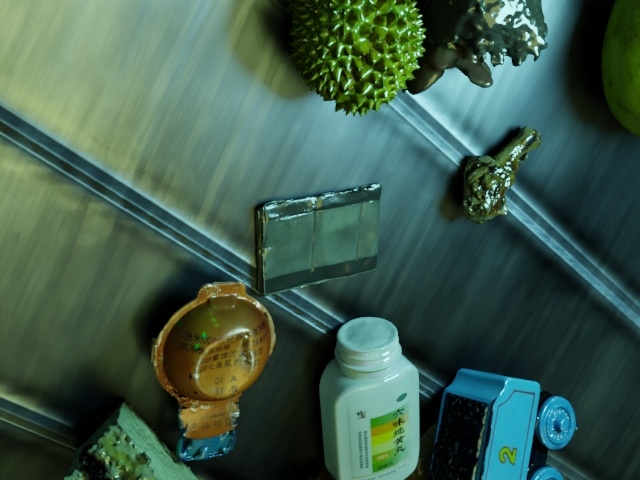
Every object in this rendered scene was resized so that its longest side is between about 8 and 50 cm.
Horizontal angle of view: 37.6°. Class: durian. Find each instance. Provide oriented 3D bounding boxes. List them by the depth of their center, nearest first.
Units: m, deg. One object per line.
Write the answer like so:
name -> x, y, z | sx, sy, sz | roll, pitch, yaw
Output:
durian -> 0.054, -0.296, 1.380 | 0.200, 0.177, 0.237 | -17, 136, 11

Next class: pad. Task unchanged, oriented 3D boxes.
pad -> 0.000, 0.000, 1.588 | 0.233, 0.022, 0.174 | -11, 118, -25

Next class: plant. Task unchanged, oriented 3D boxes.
plant -> 0.245, -0.342, 1.455 | 0.204, 0.178, 0.234 | -10, 113, -26

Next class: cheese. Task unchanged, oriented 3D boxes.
cheese -> -0.175, 0.216, 1.531 | 0.216, 0.129, 0.329 | -5, 116, -26

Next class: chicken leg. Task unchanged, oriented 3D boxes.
chicken leg -> 0.314, -0.122, 1.673 | 0.125, 0.080, 0.196 | 19, 96, -45

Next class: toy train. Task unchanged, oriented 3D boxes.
toy train -> 0.352, 0.418, 1.851 | 0.265, 0.188, 0.300 | 14, 84, -34

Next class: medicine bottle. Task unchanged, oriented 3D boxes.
medicine bottle -> 0.092, 0.303, 1.728 | 0.179, 0.124, 0.324 | -15, 119, -21

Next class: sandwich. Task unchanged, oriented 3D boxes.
sandwich -> -0.271, 0.414, 1.494 | 0.131, 0.262, 0.325 | -38, 126, -5

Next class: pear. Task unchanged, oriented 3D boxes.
pear -> 0.619, -0.333, 1.619 | 0.287, 0.287, 0.375 | -25, 109, -16

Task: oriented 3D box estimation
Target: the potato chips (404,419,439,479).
potato chips -> 0.252, 0.444, 1.932 | 0.201, 0.049, 0.150 | -41, 132, -13

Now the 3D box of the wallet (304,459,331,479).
wallet -> 0.017, 0.557, 1.788 | 0.133, 0.039, 0.243 | -45, 120, -53
